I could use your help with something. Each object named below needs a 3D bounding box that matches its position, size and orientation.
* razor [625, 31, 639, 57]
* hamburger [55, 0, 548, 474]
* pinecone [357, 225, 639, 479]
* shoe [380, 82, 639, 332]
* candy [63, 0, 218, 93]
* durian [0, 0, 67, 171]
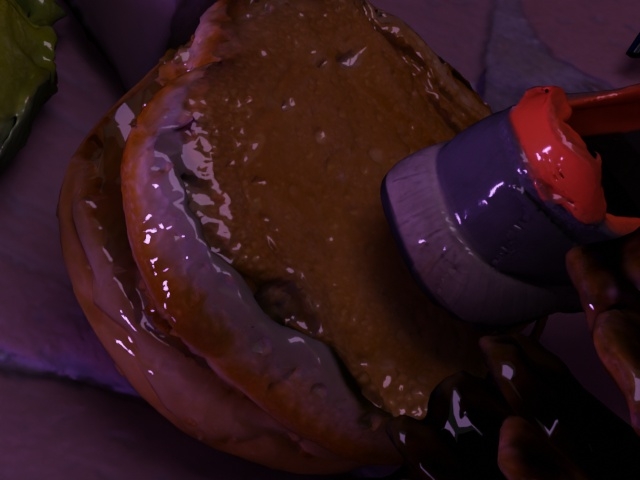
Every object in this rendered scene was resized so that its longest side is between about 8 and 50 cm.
[{"bbox_3d":[0.302,-0.110,1.380,0.154,0.028,0.044,28,42,8],"label":"razor"},{"bbox_3d":[0.000,0.000,1.073,0.318,0.158,0.318,17,54,-25],"label":"hamburger"},{"bbox_3d":[0.184,0.198,0.857,0.398,0.398,0.398,10,48,-11],"label":"pinecone"},{"bbox_3d":[0.203,-0.030,1.021,0.336,0.171,0.132,7,54,-40],"label":"shoe"},{"bbox_3d":[-0.088,-0.200,1.215,0.137,0.195,0.185,-19,62,-30],"label":"candy"},{"bbox_3d":[-0.241,-0.103,1.142,0.139,0.101,0.250,46,36,-30],"label":"durian"}]
